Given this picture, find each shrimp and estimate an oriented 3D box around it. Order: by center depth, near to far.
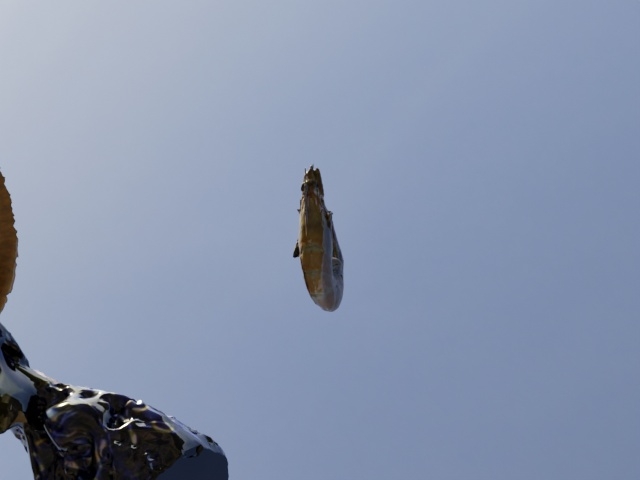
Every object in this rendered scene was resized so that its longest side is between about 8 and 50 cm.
[{"bbox_3d":[0.007,-0.001,1.612,0.045,0.095,0.162,-15,-109,34],"label":"shrimp"}]

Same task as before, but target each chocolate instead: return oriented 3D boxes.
[{"bbox_3d":[-0.227,0.113,1.056,0.343,0.148,0.126,32,-99,23],"label":"chocolate"}]

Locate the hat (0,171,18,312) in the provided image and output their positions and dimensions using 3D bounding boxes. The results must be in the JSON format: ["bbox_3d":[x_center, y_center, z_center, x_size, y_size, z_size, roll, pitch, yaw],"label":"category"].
[{"bbox_3d":[-0.377,-0.029,1.156,0.233,0.233,0.244,-30,-103,-6],"label":"hat"}]
